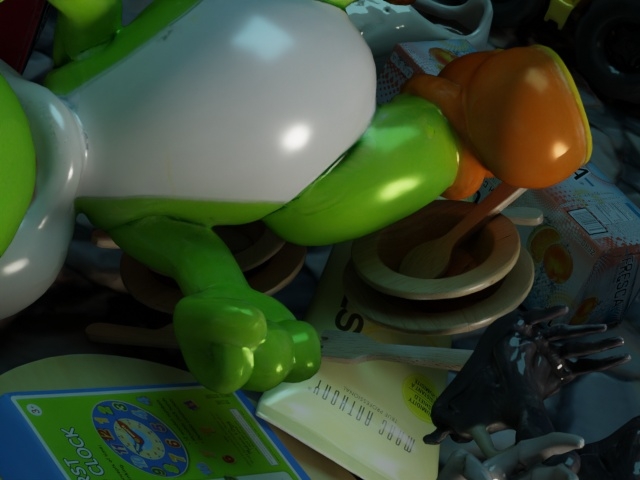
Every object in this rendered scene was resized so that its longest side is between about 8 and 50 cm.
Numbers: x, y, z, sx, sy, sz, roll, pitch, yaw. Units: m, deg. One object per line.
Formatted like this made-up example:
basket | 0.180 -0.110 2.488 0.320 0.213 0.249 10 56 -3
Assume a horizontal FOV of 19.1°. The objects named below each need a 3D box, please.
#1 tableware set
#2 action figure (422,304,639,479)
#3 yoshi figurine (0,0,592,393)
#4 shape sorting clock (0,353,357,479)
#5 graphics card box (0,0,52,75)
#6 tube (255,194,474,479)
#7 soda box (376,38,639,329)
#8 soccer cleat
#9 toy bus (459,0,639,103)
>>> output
tableware set | 0.000 0.000 0.860 0.194 0.039 0.128 4 35 16
action figure | 0.081 0.138 0.679 0.164 0.141 0.275 44 38 -17
yoshi figurine | -0.076 -0.048 0.754 0.362 0.203 0.203 -18 48 -10
shape sorting clock | -0.050 0.119 0.741 0.206 0.040 0.206 27 26 -14
graphics card box | -0.231 -0.240 1.077 0.233 0.094 0.371 19 35 -7
tube | 0.033 0.030 0.901 0.070 0.062 0.240 -1 34 14
soda box | 0.101 -0.032 1.020 0.058 0.063 0.183 -7 45 -41
soccer cleat | 0.006 -0.122 1.073 0.196 0.076 0.068 4 39 -27
toy bus | 0.203 -0.219 1.208 0.220 0.211 0.149 30 36 12
